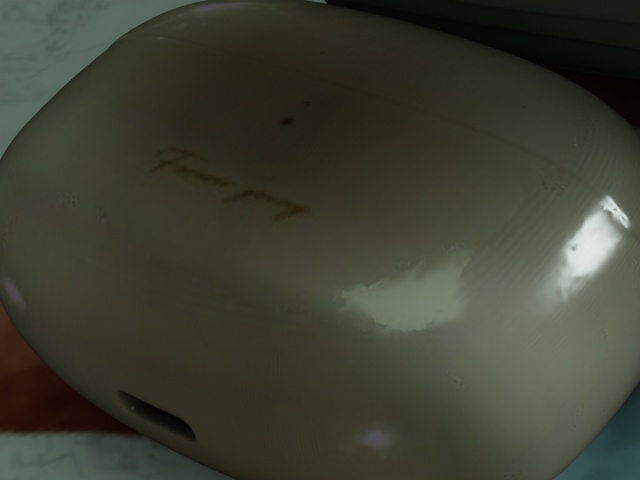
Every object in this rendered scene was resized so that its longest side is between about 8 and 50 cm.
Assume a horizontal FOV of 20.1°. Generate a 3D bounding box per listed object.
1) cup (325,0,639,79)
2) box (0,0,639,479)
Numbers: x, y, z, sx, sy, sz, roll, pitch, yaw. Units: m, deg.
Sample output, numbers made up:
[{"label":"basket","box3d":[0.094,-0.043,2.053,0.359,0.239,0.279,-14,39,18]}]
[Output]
[{"label":"cup","box3d":[0.135,-0.158,0.497,0.273,0.288,0.208,12,62,24]},{"label":"box","box3d":[0.000,0.000,0.504,0.200,0.088,0.146,22,55,33]}]
